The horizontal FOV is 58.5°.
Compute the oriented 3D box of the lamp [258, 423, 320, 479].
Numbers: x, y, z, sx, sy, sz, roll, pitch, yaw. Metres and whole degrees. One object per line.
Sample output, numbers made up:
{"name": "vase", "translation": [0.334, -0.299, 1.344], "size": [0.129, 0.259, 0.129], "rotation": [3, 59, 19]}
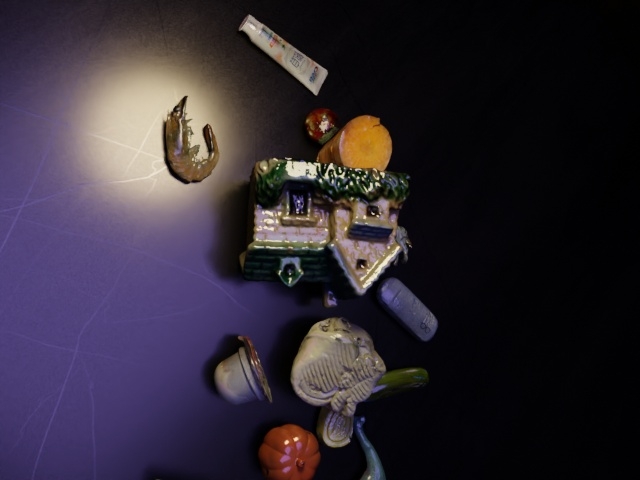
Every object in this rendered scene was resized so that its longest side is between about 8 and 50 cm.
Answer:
{"name": "lamp", "translation": [-0.089, 0.650, 1.716], "size": [0.188, 0.164, 0.187], "rotation": [4, 82, -27]}

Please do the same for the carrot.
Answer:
{"name": "carrot", "translation": [0.087, -0.282, 1.822], "size": [0.196, 0.254, 0.196], "rotation": [0, 91, -25]}

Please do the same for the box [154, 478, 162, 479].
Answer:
{"name": "box", "translation": [-0.368, 0.765, 1.558], "size": [0.195, 0.177, 0.148], "rotation": [23, 77, -24]}

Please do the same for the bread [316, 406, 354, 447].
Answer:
{"name": "bread", "translation": [0.048, 0.588, 1.846], "size": [0.117, 0.064, 0.156], "rotation": [19, 77, -29]}

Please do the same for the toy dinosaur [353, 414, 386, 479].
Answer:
{"name": "toy dinosaur", "translation": [0.106, 0.814, 1.855], "size": [0.383, 0.129, 0.331], "rotation": [-43, 94, -21]}

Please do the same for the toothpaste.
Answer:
{"name": "toothpaste", "translation": [-0.116, -0.602, 1.851], "size": [0.323, 0.066, 0.100], "rotation": [31, 74, -27]}

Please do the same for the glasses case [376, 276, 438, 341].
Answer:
{"name": "glasses case", "translation": [0.303, 0.243, 1.997], "size": [0.282, 0.067, 0.109], "rotation": [45, 66, -18]}

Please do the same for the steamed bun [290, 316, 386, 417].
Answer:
{"name": "steamed bun", "translation": [0.038, 0.378, 1.791], "size": [0.268, 0.207, 0.280], "rotation": [33, 99, -17]}

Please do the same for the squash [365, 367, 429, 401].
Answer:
{"name": "squash", "translation": [0.233, 0.487, 1.937], "size": [0.332, 0.087, 0.087], "rotation": [-7, 89, -26]}

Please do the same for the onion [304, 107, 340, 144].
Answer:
{"name": "onion", "translation": [0.002, -0.379, 1.867], "size": [0.117, 0.118, 0.118], "rotation": [-34, 102, -28]}

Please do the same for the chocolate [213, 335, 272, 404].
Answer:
{"name": "chocolate", "translation": [-0.237, 0.395, 1.667], "size": [0.147, 0.221, 0.221], "rotation": [-16, 94, -8]}

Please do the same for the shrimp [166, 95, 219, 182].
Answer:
{"name": "shrimp", "translation": [-0.376, -0.297, 1.702], "size": [0.173, 0.058, 0.253], "rotation": [5, 87, -34]}

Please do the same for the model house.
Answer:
{"name": "model house", "translation": [0.000, 0.000, 1.680], "size": [0.445, 0.395, 0.400], "rotation": [6, 85, -15]}

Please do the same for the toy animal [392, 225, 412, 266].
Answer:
{"name": "toy animal", "translation": [0.202, 0.000, 1.953], "size": [0.255, 0.090, 0.170], "rotation": [27, 70, -25]}
